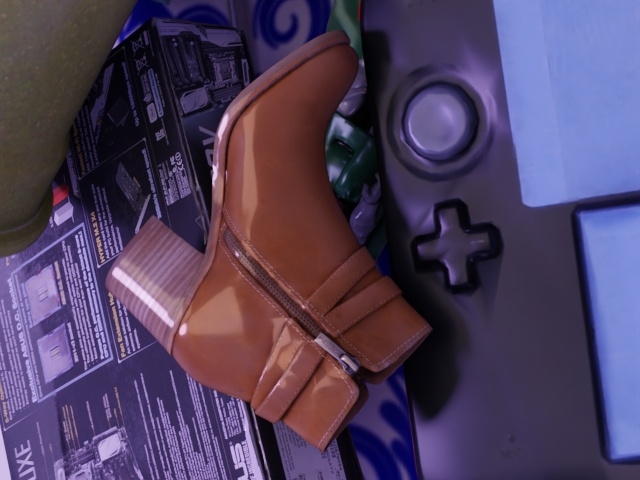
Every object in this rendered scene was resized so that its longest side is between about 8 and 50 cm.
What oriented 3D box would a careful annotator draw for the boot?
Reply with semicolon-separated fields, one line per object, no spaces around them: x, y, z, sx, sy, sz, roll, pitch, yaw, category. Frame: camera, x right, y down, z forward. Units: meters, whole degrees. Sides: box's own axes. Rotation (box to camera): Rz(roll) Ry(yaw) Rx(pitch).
0.000;0.000;0.823;0.152;0.073;0.197;36;90;13;boot

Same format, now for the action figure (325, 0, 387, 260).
0.017;-0.048;0.935;0.137;0.063;0.232;36;106;27;action figure

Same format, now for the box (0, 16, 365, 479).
-0.113;0.054;0.960;0.242;0.076;0.307;-31;68;41;box

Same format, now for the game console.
0.213;-0.035;0.774;0.387;0.060;0.342;-8;83;25;game console

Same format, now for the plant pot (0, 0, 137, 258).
-0.195;-0.173;0.837;0.254;0.276;0.276;-49;62;19;plant pot

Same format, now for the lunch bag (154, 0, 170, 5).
-0.187;-0.291;1.031;0.262;0.160;0.223;13;91;0;lunch bag
